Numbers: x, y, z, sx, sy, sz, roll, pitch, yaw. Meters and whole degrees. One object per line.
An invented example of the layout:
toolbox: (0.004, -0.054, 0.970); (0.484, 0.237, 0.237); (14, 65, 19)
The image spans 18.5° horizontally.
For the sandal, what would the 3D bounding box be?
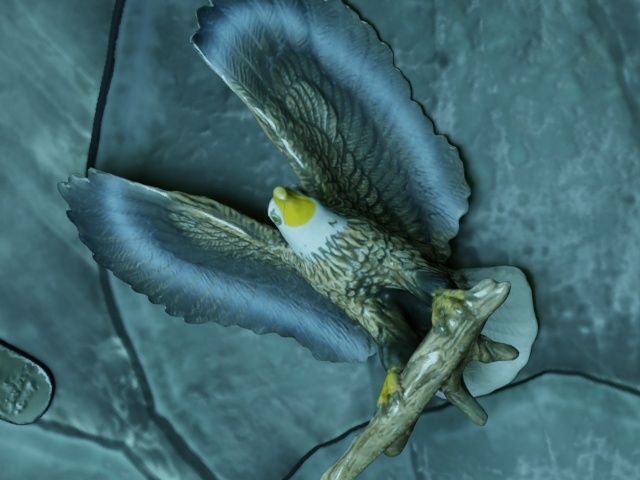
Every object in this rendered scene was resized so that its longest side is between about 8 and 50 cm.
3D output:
sandal: (-0.276, 0.078, 1.414); (0.179, 0.040, 0.067); (25, 100, 8)

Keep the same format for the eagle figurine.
eagle figurine: (-0.002, -0.007, 1.303); (0.226, 0.225, 0.298); (-27, 52, -26)
